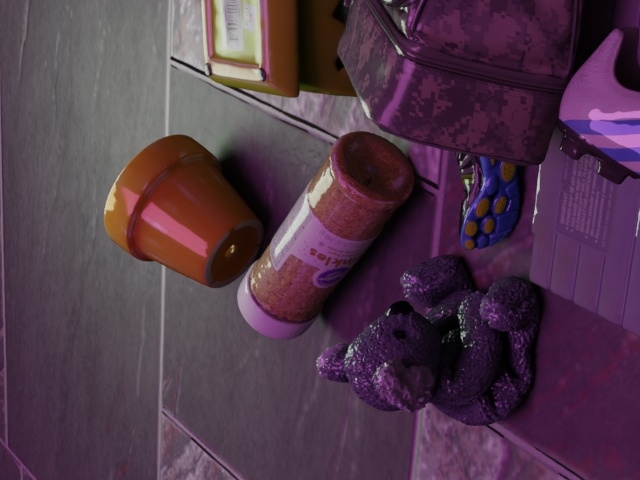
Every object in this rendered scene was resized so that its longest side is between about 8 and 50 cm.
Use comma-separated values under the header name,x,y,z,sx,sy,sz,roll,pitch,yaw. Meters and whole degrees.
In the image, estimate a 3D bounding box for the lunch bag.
name,x,y,z,sx,sy,sz,roll,pitch,yaw
lunch bag,0.153,-0.257,1.433,0.305,0.212,0.256,-104,30,-62

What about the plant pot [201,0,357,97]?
name,x,y,z,sx,sy,sz,roll,pitch,yaw
plant pot,-0.029,-0.296,1.753,0.227,0.207,0.228,19,115,53

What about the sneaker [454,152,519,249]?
name,x,y,z,sx,sy,sz,roll,pitch,yaw
sneaker,0.196,-0.078,1.616,0.078,0.067,0.188,-120,30,-64

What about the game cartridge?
name,x,y,z,sx,sy,sz,roll,pitch,yaw
game cartridge,0.324,-0.088,1.414,0.230,0.068,0.355,34,126,53

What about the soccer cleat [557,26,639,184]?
name,x,y,z,sx,sy,sz,roll,pitch,yaw
soccer cleat,0.370,-0.077,1.231,0.331,0.116,0.143,32,114,18

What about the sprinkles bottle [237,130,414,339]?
name,x,y,z,sx,sy,sz,roll,pitch,yaw
sprinkles bottle,0.000,0.000,1.868,0.121,0.121,0.355,63,144,23

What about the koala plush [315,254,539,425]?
name,x,y,z,sx,sy,sz,roll,pitch,yaw
koala plush,0.123,0.143,1.631,0.196,0.221,0.203,17,113,53

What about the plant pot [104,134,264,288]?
name,x,y,z,sx,sy,sz,roll,pitch,yaw
plant pot,-0.196,-0.029,2.110,0.188,0.205,0.205,37,130,27

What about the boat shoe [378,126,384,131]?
name,x,y,z,sx,sy,sz,roll,pitch,yaw
boat shoe,0.126,-0.257,1.655,0.095,0.095,0.258,8,105,30
